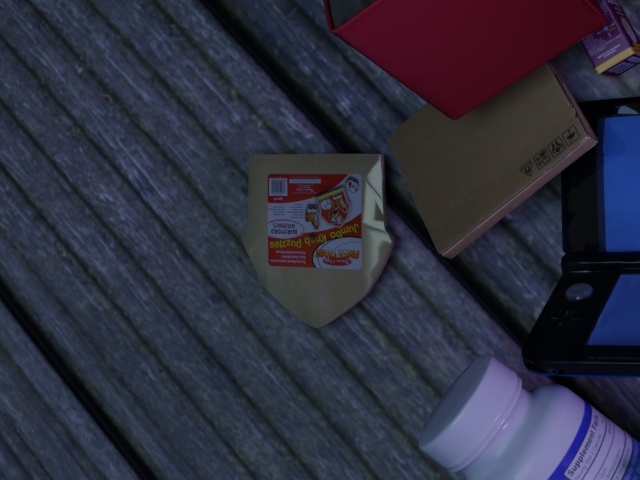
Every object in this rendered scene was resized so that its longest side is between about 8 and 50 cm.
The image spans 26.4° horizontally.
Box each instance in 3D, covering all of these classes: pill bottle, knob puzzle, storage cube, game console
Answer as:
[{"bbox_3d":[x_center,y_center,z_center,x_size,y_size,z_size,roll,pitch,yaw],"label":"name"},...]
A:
[{"bbox_3d":[0.231,0.232,1.284,0.272,0.152,0.152,37,113,-3],"label":"pill bottle"},{"bbox_3d":[0.000,0.000,1.526,0.213,0.030,0.213,2,94,30],"label":"knob puzzle"},{"bbox_3d":[0.126,-0.265,1.306,0.215,0.193,0.183,-33,48,29],"label":"storage cube"},{"bbox_3d":[0.338,-0.009,1.254,0.293,0.250,0.173,-3,119,31],"label":"game console"}]

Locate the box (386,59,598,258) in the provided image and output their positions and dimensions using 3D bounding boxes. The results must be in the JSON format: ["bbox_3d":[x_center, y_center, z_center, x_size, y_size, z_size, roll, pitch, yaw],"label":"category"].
[{"bbox_3d":[0.169,-0.103,1.397,0.201,0.021,0.164,-41,53,27],"label":"box"}]

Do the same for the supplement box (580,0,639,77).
[{"bbox_3d":[0.278,-0.206,1.336,0.043,0.055,0.083,-31,79,27],"label":"supplement box"}]
